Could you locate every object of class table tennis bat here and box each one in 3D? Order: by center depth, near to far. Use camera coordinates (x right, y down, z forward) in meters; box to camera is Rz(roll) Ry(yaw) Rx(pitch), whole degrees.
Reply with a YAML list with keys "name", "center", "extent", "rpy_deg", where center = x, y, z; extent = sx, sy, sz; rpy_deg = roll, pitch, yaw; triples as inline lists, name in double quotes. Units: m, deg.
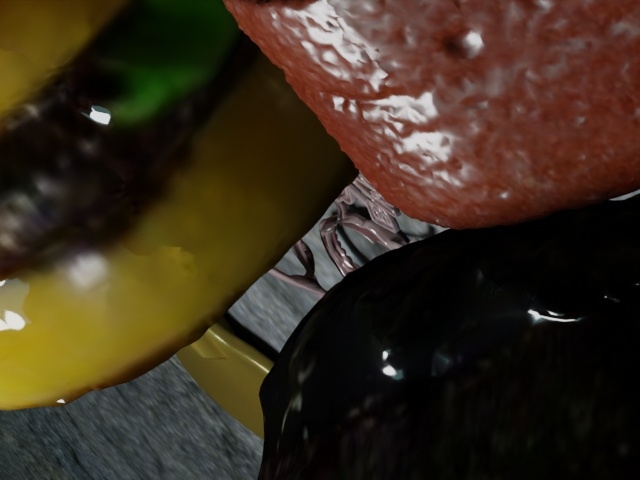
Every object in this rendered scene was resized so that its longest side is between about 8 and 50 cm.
- name: "table tennis bat"
  center: [-0.091, 0.115, 1.740]
  extent: [0.198, 0.050, 0.321]
  rpy_deg: [17, 150, 47]

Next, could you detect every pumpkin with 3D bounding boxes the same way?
- name: "pumpkin"
  center: [0.175, 0.148, 0.780]
  extent: [0.454, 0.454, 0.344]
  rpy_deg: [144, 116, -69]

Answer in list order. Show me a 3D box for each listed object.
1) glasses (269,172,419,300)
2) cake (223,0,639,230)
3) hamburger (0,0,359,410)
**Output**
- name: "glasses"
  center: [0.008, -0.004, 1.276]
  extent: [0.162, 0.095, 0.255]
  rpy_deg: [8, 142, 50]
- name: "cake"
  center: [0.096, -0.121, 0.675]
  extent: [0.283, 0.177, 0.151]
  rpy_deg: [-20, 122, 25]
- name: "hamburger"
  center: [-0.193, -0.118, 1.004]
  extent: [0.396, 0.395, 0.277]
  rpy_deg: [18, 151, 49]
